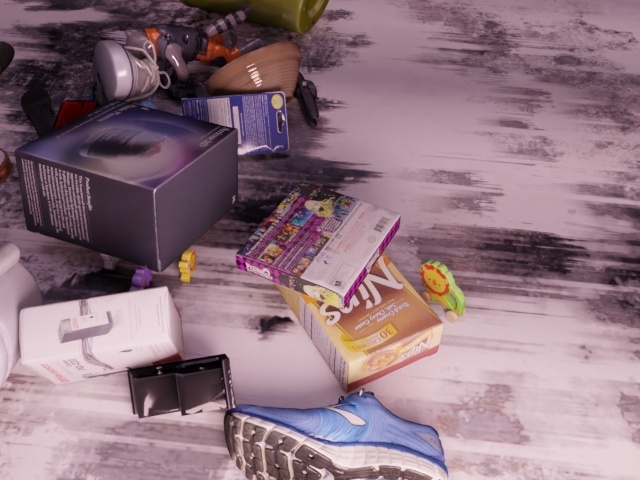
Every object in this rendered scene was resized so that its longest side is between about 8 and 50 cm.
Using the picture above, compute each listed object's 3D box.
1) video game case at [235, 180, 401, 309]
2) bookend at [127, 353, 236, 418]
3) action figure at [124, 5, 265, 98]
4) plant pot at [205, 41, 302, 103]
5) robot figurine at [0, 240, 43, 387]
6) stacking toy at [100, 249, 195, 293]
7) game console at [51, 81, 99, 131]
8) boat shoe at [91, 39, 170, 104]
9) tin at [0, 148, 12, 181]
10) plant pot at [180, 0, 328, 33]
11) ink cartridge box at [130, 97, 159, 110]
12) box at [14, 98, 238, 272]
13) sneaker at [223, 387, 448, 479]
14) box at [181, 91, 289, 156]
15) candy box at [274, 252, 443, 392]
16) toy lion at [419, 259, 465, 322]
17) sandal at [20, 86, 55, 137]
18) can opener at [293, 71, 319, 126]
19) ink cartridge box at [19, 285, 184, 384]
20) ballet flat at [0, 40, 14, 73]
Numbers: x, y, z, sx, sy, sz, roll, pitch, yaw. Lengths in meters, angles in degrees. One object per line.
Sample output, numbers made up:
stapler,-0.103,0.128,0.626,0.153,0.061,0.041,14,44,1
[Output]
video game case,0.000,0.000,1.262,0.210,0.041,0.232,20,46,20
bookend,-0.211,0.219,1.067,0.157,0.156,0.072,-8,85,-10
action figure,-0.344,-0.515,1.824,0.330,0.178,0.341,-15,47,-30
plant pot,-0.138,-0.359,1.675,0.237,0.237,0.109,-26,91,-26
robot figurine,-0.545,0.135,1.071,0.200,0.300,0.353,28,15,-14
stacking toy,-0.330,0.092,1.274,0.167,0.052,0.221,7,45,5
game console,-0.540,-0.265,1.560,0.124,0.144,0.085,-13,53,-49
boat shoe,-0.418,-0.372,1.616,0.156,0.135,0.367,-13,6,-20
tin,-0.751,-0.176,1.551,0.190,0.040,0.106,28,54,24
plant pot,-0.153,-0.749,1.980,0.353,0.366,0.366,28,48,8
ink cartridge box,-0.423,-0.237,1.583,0.143,0.092,0.090,-24,49,-26
box,-0.349,-0.119,1.360,0.294,0.182,0.296,16,34,16
sneaker,0.021,0.294,1.047,0.330,0.129,0.147,12,30,6
box,-0.186,-0.253,1.583,0.225,0.136,0.036,-6,12,-7
candy box,0.048,0.095,1.258,0.183,0.087,0.316,-20,47,-20
toy lion,0.215,0.084,1.270,0.034,0.096,0.100,-32,54,-30
sandal,-0.649,-0.287,1.673,0.067,0.040,0.179,-21,63,-15
can opener,-0.034,-0.346,1.735,0.073,0.059,0.186,-7,44,-10
ink cartridge box,-0.333,0.151,1.116,0.218,0.158,0.092,-7,67,-5
ballet flat,-0.867,-0.390,1.738,0.280,0.095,0.096,-28,60,-14
